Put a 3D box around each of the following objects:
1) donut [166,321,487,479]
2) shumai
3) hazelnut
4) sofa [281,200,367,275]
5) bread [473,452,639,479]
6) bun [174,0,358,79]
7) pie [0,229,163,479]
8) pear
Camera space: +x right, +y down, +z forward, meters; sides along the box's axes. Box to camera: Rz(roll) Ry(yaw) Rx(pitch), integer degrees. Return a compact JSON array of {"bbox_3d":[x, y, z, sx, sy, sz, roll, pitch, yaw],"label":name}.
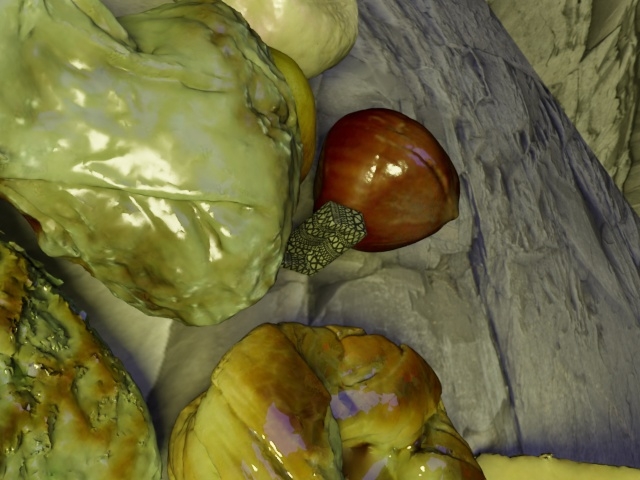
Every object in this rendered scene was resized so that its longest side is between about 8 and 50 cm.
[{"bbox_3d":[0.019,0.240,0.528,0.360,0.170,0.360,27,44,-30],"label":"donut"},{"bbox_3d":[-0.163,-0.089,0.452,0.288,0.292,0.329,71,-1,-78],"label":"shumai"},{"bbox_3d":[0.102,-0.082,0.818,0.230,0.229,0.229,25,46,-29],"label":"hazelnut"},{"bbox_3d":[0.000,0.000,0.728,0.060,0.118,0.039,20,47,-33],"label":"sofa"},{"bbox_3d":[0.351,0.371,0.654,0.279,0.315,0.248,30,42,-11],"label":"bread"},{"bbox_3d":[-0.100,-0.397,0.867,0.361,0.213,0.360,37,43,-43],"label":"bun"},{"bbox_3d":[-0.299,0.114,0.311,0.418,0.180,0.395,49,37,-14],"label":"pie"},{"bbox_3d":[-0.092,-0.146,0.697,0.200,0.200,0.199,25,46,-29],"label":"pear"}]
